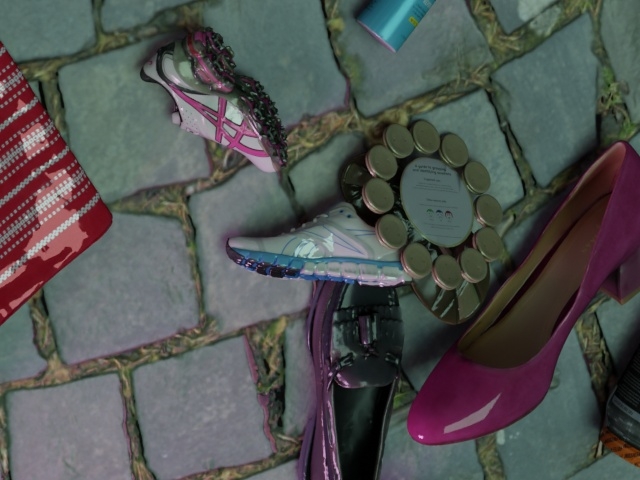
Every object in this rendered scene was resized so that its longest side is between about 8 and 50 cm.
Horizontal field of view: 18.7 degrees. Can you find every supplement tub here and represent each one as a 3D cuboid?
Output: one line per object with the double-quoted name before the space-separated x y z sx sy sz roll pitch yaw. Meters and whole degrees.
"supplement tub" 0.402 0.166 2.215 0.117 0.117 0.190 23 100 -31

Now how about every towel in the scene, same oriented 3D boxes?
"towel" -0.326 -0.058 1.810 0.199 0.031 0.275 -42 123 -19

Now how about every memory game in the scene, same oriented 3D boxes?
"memory game" 0.116 -0.037 1.990 0.186 0.012 0.186 16 62 -33

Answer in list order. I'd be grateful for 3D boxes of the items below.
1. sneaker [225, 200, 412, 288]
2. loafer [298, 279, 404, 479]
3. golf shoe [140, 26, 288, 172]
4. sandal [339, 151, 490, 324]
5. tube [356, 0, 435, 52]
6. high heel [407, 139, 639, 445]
"sneaker" 0.000 0.000 1.976 0.191 0.071 0.083 5 81 -2
"loafer" 0.044 0.158 2.056 0.109 0.095 0.302 -3 112 -24
"golf shoe" -0.099 -0.129 1.895 0.086 0.067 0.186 -23 130 22
"sandal" 0.097 -0.008 2.038 0.090 0.060 0.219 -44 107 2
"tube" 0.119 -0.282 1.930 0.052 0.080 0.207 40 93 7
"high heel" 0.215 0.053 2.061 0.377 0.127 0.181 -41 134 -26
